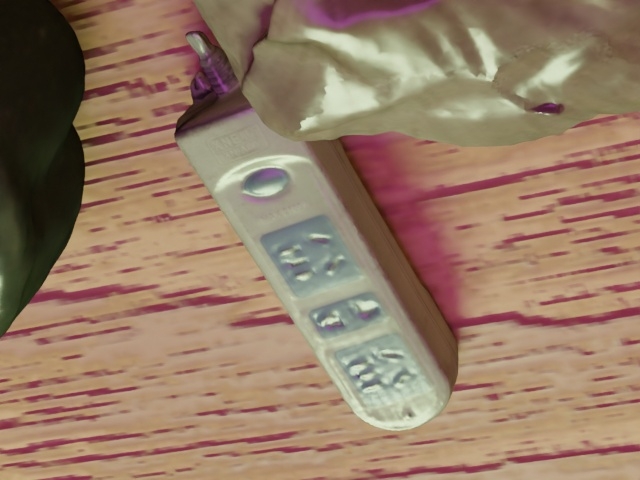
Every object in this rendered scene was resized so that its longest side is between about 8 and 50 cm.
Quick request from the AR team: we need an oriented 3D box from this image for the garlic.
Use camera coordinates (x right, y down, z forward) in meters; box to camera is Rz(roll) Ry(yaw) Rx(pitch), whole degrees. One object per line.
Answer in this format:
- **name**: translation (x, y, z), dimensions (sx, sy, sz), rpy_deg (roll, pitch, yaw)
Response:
- **garlic**: translation (0.025, -0.098, 0.392), dimensions (0.218, 0.212, 0.219), rpy_deg (8, 122, 12)

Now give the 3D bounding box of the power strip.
- **power strip**: translation (0.000, 0.000, 0.582), dimensions (0.047, 0.030, 0.191), rpy_deg (-19, 120, 24)

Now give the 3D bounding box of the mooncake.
- **mooncake**: translation (-0.166, -0.033, 0.552), dimensions (0.175, 0.104, 0.168), rpy_deg (-11, 126, 23)
